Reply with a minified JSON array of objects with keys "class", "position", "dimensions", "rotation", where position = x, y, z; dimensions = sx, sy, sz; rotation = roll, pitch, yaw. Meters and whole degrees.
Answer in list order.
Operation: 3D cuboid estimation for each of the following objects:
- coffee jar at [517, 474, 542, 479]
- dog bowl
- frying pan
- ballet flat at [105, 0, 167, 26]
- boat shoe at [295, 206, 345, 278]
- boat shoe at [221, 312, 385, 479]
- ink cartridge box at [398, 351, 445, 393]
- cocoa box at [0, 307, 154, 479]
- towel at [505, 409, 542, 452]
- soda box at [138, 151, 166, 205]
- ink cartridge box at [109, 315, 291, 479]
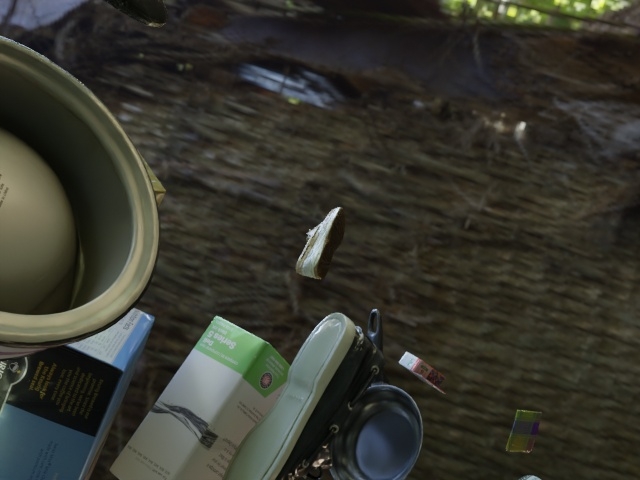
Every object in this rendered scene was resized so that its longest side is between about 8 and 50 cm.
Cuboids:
[{"class":"coffee jar","position":[0.239,0.376,1.290],"dimensions":[0.184,0.079,0.096],"rotation":[-6,-45,-54]},{"class":"dog bowl","position":[-0.395,-0.039,1.143],"dimensions":[0.150,0.408,0.408],"rotation":[-34,3,38]},{"class":"frying pan","position":[0.082,0.301,1.737],"dimensions":[0.197,0.326,0.053],"rotation":[-36,-45,19]},{"class":"ballet flat","position":[-0.268,-0.320,1.235],"dimensions":[0.173,0.049,0.057],"rotation":[29,-125,-28]},{"class":"boat shoe","position":[0.000,0.000,1.449],"dimensions":[0.135,0.045,0.050],"rotation":[-64,-32,-43]},{"class":"boat shoe","position":[-0.023,0.270,1.357],"dimensions":[0.113,0.127,0.340],"rotation":[34,-102,-25]},{"class":"ink cartridge box","position":[0.194,0.243,1.816],"dimensions":[0.029,0.063,0.115],"rotation":[-54,16,-6]},{"class":"cocoa box","position":[-0.410,0.244,1.375],"dimensions":[0.231,0.228,0.347],"rotation":[-86,20,-76]},{"class":"towel","position":[0.374,0.353,1.817],"dimensions":[0.060,0.009,0.083],"rotation":[10,-81,-27]},{"class":"soda box","position":[-0.329,-0.117,1.644],"dimensions":[0.061,0.181,0.058],"rotation":[2,-51,-44]},{"class":"ink cartridge box","position":[-0.151,0.283,1.457],"dimensions":[0.273,0.114,0.198],"rotation":[-55,-37,-16]}]
